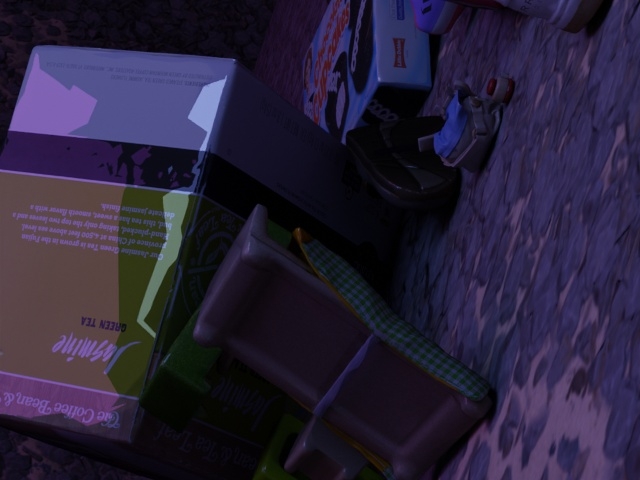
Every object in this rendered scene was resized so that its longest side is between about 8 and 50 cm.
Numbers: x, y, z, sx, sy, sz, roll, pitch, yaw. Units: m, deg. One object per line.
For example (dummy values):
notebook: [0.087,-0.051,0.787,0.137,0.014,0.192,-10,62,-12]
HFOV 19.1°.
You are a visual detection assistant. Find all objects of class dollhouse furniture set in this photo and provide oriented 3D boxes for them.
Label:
dollhouse furniture set: [0.018,0.063,1.347,0.151,0.197,0.301,-56,0,-31]

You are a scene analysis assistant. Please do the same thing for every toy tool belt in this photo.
toy tool belt: [0.108,-0.094,1.436,0.052,0.051,0.083,-83,12,-52]

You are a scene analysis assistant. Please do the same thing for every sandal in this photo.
sandal: [0.073,-0.057,1.604,0.219,0.090,0.060,-113,16,-68]

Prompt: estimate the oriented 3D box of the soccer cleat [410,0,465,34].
soccer cleat: [0.068,-0.314,1.758,0.318,0.108,0.116,-118,37,-47]

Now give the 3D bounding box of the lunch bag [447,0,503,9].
lunch bag: [0.139,-0.329,1.500,0.258,0.120,0.293,-95,20,-84]

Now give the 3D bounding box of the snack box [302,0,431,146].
snack box: [0.042,-0.173,1.958,0.322,0.060,0.187,120,151,-65]

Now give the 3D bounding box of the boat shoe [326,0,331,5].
boat shoe: [0.054,-0.438,2.406,0.123,0.123,0.342,120,158,-60]

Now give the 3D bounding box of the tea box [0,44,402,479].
tea box: [-0.119,0.041,1.653,0.329,0.220,0.323,31,-109,-57]

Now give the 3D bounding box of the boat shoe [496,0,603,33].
boat shoe: [0.160,-0.275,1.237,0.098,0.096,0.277,121,164,-70]
